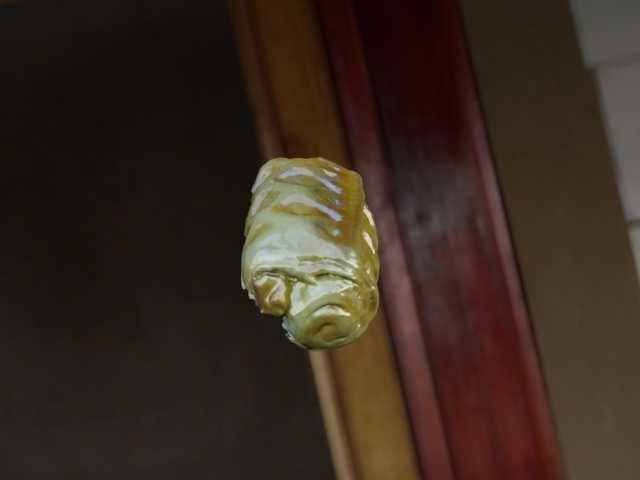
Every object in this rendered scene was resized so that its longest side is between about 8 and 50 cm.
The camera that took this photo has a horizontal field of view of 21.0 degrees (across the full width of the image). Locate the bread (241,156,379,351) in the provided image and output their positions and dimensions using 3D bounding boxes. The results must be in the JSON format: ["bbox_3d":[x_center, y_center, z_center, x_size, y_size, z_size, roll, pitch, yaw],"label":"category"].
[{"bbox_3d":[0.000,0.000,1.489,0.088,0.128,0.232,-52,15,26],"label":"bread"}]
